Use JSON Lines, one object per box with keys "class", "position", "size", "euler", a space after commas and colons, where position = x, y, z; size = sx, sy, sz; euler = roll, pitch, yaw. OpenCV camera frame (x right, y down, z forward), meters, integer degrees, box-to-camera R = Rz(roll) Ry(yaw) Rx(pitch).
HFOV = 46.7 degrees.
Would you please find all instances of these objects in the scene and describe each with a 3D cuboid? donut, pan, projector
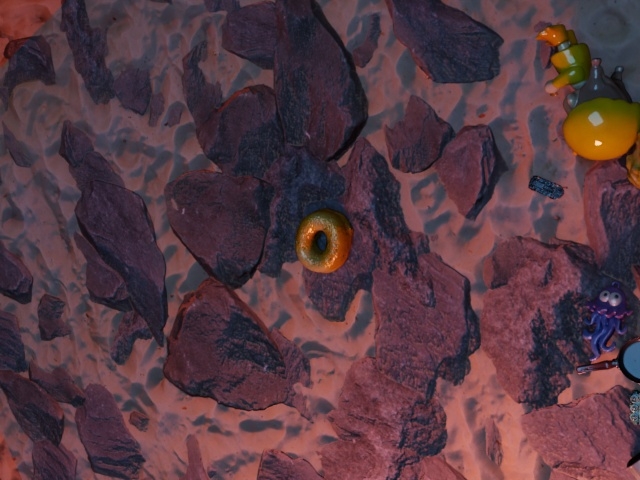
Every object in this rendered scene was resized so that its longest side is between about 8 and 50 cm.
{"class": "donut", "position": [0.001, 0.001, 2.127], "size": [0.174, 0.074, 0.190], "euler": [27, 100, 22]}
{"class": "pan", "position": [0.733, 0.300, 1.806], "size": [0.212, 0.040, 0.115], "euler": [-13, 84, 18]}
{"class": "projector", "position": [0.786, 0.541, 1.752], "size": [0.083, 0.083, 0.082], "euler": [-44, 72, 17]}

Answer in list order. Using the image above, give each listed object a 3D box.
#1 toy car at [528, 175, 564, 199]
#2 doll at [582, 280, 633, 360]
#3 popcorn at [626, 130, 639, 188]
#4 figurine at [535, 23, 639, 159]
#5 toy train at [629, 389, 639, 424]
{"class": "toy car", "position": [0.578, -0.134, 1.895], "size": [0.093, 0.025, 0.041], "euler": [29, 102, 26]}
{"class": "doll", "position": [0.697, 0.197, 1.807], "size": [0.110, 0.067, 0.206], "euler": [12, 83, 34]}
{"class": "popcorn", "position": [0.827, -0.171, 1.680], "size": [0.233, 0.192, 0.266], "euler": [-23, 123, 7]}
{"class": "figurine", "position": [0.635, -0.354, 1.771], "size": [0.187, 0.215, 0.344], "euler": [-35, 74, 47]}
{"class": "toy train", "position": [0.774, 0.404, 1.789], "size": [0.053, 0.033, 0.083], "euler": [0, 89, 21]}
